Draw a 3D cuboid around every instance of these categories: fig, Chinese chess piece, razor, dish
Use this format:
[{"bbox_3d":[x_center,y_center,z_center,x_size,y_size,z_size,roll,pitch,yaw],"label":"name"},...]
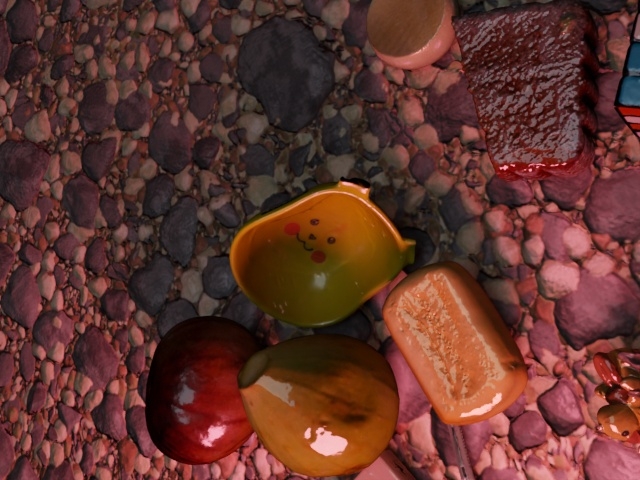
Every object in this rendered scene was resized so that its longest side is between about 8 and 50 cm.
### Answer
[{"bbox_3d":[-0.002,0.230,1.036,0.207,0.230,0.207,-4,82,30],"label":"fig"},{"bbox_3d":[0.137,-0.327,1.111,0.144,0.058,0.144,-5,80,31],"label":"Chinese chess piece"},{"bbox_3d":[0.190,0.277,1.025,0.084,0.036,0.211,-23,74,26],"label":"razor"},{"bbox_3d":[0.000,0.000,1.110,0.262,0.221,0.108,-33,29,23],"label":"dish"},{"bbox_3d":[-0.173,0.236,1.161,0.235,0.214,0.235,-33,41,34],"label":"fig"}]

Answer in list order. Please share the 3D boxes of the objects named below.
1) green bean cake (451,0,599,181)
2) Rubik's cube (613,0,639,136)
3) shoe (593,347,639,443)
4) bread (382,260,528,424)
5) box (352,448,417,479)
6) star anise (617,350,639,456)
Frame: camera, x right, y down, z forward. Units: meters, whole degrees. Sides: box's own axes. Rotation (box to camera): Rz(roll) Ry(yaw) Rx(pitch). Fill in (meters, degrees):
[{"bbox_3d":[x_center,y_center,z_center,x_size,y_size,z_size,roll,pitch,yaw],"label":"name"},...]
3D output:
[{"bbox_3d":[0.266,-0.194,0.990,0.198,0.097,0.233,-4,83,31],"label":"green bean cake"},{"bbox_3d":[0.441,-0.196,0.846,0.154,0.155,0.151,14,91,32],"label":"Rubik's cube"},{"bbox_3d":[0.365,0.185,0.906,0.069,0.072,0.109,5,92,-6],"label":"shoe"},{"bbox_3d":[0.183,0.137,1.007,0.147,0.098,0.217,-34,66,20],"label":"bread"},{"bbox_3d":[0.048,0.505,1.081,0.204,0.051,0.365,45,109,28],"label":"box"},{"bbox_3d":[0.426,0.173,0.842,0.182,0.065,0.195,42,88,15],"label":"star anise"}]
